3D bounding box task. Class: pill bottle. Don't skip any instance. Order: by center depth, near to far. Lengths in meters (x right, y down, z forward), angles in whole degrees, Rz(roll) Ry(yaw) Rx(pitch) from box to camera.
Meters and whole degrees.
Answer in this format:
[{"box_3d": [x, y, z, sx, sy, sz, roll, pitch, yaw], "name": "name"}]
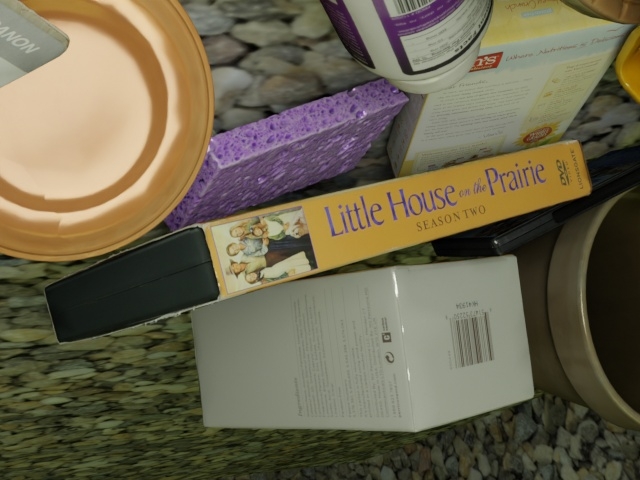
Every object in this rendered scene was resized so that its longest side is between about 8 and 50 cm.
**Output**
[{"box_3d": [0.052, -0.167, 0.627, 0.108, 0.108, 0.193, -18, 161, 10], "name": "pill bottle"}]

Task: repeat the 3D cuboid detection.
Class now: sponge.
[{"box_3d": [-0.029, -0.072, 0.841, 0.210, 0.031, 0.117, -25, 165, -37], "name": "sponge"}]

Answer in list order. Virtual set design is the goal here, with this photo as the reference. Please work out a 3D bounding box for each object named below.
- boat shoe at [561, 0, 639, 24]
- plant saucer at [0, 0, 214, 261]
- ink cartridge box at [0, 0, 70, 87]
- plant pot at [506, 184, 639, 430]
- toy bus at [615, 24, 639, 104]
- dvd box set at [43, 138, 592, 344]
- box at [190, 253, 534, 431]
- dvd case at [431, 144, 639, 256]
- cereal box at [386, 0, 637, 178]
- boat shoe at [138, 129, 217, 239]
[{"box_3d": [0.139, -0.191, 0.538, 0.123, 0.123, 0.342, 17, -157, 29], "name": "boat shoe"}, {"box_3d": [-0.158, -0.082, 0.600, 0.199, 0.200, 0.037, -7, -166, -20], "name": "plant saucer"}, {"box_3d": [-0.310, -0.136, 0.424, 0.271, 0.130, 0.309, -22, 160, 16], "name": "ink cartridge box"}, {"box_3d": [0.368, 0.096, 1.345, 0.323, 0.323, 0.280, -2, 173, -31], "name": "plant pot"}, {"box_3d": [0.336, -0.178, 0.800, 0.191, 0.104, 0.202, -50, 162, 30], "name": "toy bus"}, {"box_3d": [0.000, 0.000, 0.907, 0.420, 0.062, 0.307, -15, 178, -38], "name": "dvd box set"}, {"box_3d": [0.039, 0.121, 1.160, 0.215, 0.168, 0.345, -4, 176, -45], "name": "box"}, {"box_3d": [0.256, -0.044, 1.056, 0.253, 0.022, 0.180, -26, -175, -12], "name": "dvd case"}, {"box_3d": [0.159, -0.136, 0.881, 0.172, 0.047, 0.240, -12, 160, -10], "name": "cereal box"}, {"box_3d": [-0.175, -0.076, 0.778, 0.116, 0.099, 0.319, -55, 164, 8], "name": "boat shoe"}]
